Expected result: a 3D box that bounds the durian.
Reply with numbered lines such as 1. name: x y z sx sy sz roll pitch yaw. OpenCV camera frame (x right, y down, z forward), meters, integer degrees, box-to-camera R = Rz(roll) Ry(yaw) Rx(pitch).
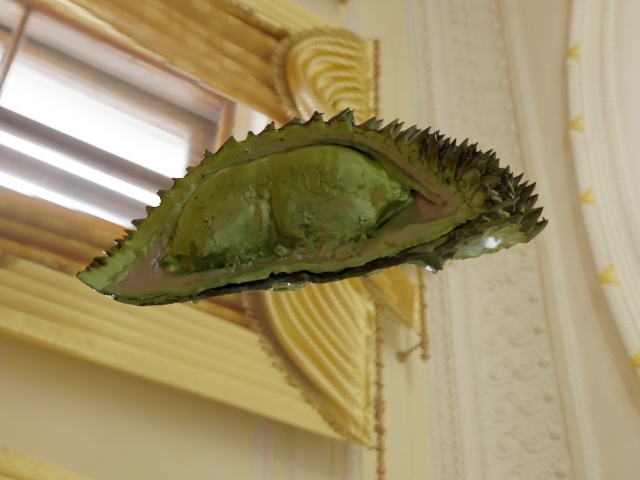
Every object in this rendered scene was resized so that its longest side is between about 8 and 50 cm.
1. durian: 0.000 0.000 0.774 0.351 0.158 0.169 -9 -144 14
